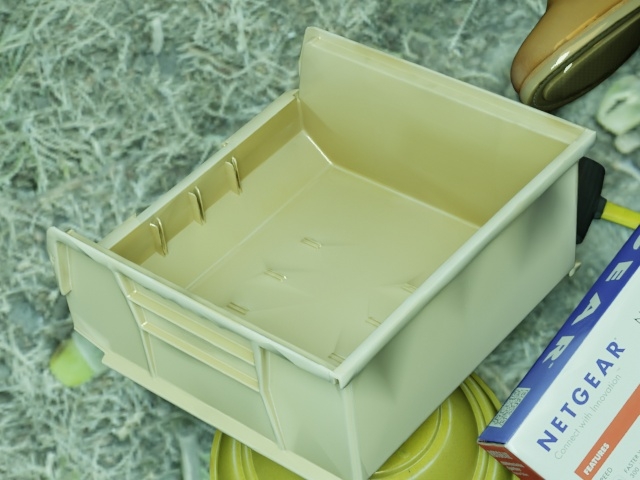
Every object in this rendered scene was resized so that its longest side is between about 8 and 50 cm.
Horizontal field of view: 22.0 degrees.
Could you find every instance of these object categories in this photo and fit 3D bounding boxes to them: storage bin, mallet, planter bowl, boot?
[{"bbox_3d":[0.000,0.000,1.088,0.260,0.123,0.262,25,51,32],"label":"storage bin"},{"bbox_3d":[0.248,0.002,1.189,0.189,0.039,0.062,27,79,8],"label":"mallet"},{"bbox_3d":[0.030,0.132,1.110,0.217,0.090,0.217,-1,56,1],"label":"planter bowl"},{"bbox_3d":[0.174,-0.247,1.223,0.220,0.109,0.283,39,79,13],"label":"boot"}]

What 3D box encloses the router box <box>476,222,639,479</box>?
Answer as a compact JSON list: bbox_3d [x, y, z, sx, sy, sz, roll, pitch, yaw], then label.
[{"bbox_3d":[0.324,0.095,1.086,0.301,0.082,0.335,39,81,-3],"label":"router box"}]
